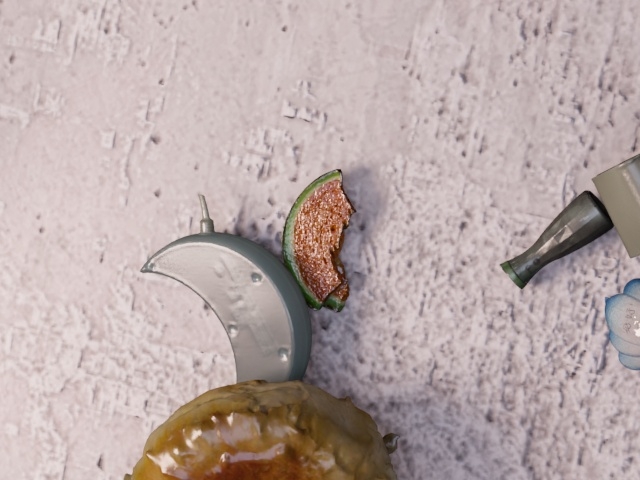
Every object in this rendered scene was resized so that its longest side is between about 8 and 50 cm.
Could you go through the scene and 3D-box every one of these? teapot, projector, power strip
[{"bbox_3d":[0.213,0.003,1.761,0.111,0.043,0.043,-40,85,15],"label":"teapot"},{"bbox_3d":[0.300,-0.040,1.710,0.083,0.083,0.082,-25,88,-18],"label":"projector"},{"bbox_3d":[-0.084,0.062,1.811,0.137,0.044,0.216,-27,88,27],"label":"power strip"}]

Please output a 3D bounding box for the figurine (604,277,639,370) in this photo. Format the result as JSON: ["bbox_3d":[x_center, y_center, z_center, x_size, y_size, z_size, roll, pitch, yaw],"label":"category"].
[{"bbox_3d":[0.297,0.074,1.738,0.114,0.079,0.114,3,94,48],"label":"figurine"}]

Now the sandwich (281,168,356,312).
[{"bbox_3d":[-0.001,-0.002,1.808,0.067,0.029,0.135,9,97,13],"label":"sandwich"}]

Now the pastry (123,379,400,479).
[{"bbox_3d":[-0.053,0.233,1.768,0.257,0.121,0.236,2,115,-2],"label":"pastry"}]
